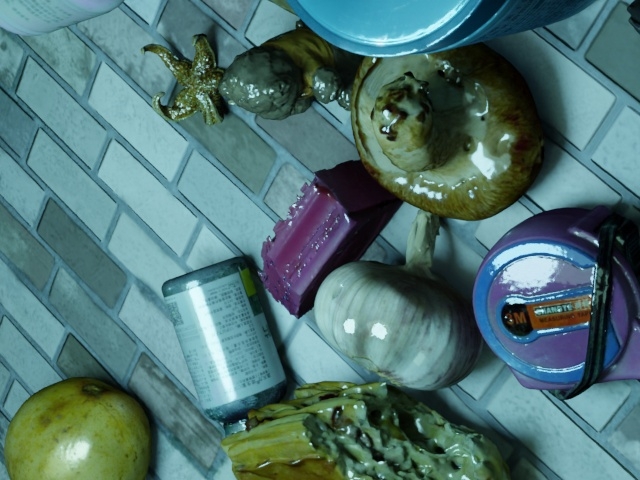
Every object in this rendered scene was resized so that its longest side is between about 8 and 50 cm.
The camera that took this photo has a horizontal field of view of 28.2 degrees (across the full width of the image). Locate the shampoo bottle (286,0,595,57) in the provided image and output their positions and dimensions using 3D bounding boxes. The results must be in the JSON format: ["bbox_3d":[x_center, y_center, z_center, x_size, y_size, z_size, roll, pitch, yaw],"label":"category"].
[{"bbox_3d":[0.160,-0.390,1.453,0.331,0.343,0.331,12,110,36],"label":"shampoo bottle"}]

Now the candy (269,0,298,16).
[{"bbox_3d":[-0.031,-0.370,1.760,0.234,0.102,0.104,33,110,29],"label":"candy"}]

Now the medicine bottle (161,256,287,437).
[{"bbox_3d":[-0.139,0.182,1.992,0.141,0.141,0.293,-18,91,40],"label":"medicine bottle"}]

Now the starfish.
[{"bbox_3d":[-0.186,-0.246,1.945,0.190,0.074,0.146,11,111,36],"label":"starfish"}]

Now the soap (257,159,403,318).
[{"bbox_3d":[0.000,0.000,1.820,0.099,0.162,0.250,45,128,12],"label":"soap"}]

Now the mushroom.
[{"bbox_3d":[0.135,-0.150,1.651,0.267,0.255,0.267,13,105,63],"label":"mushroom"}]

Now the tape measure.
[{"bbox_3d":[0.318,0.081,1.603,0.232,0.149,0.245,-11,104,37],"label":"tape measure"}]

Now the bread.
[{"bbox_3d":[0.086,0.319,1.803,0.370,0.191,0.314,-15,118,32],"label":"bread"}]

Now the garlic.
[{"bbox_3d":[0.122,0.072,1.737,0.245,0.245,0.253,15,79,35],"label":"garlic"}]

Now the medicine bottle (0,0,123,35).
[{"bbox_3d":[-0.371,-0.456,1.923,0.302,0.241,0.241,-11,96,31],"label":"medicine bottle"}]

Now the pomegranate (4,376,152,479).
[{"bbox_3d":[-0.420,0.366,2.209,0.260,0.260,0.260,12,110,36],"label":"pomegranate"}]

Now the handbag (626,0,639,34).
[{"bbox_3d":[0.498,-0.257,1.284,0.288,0.342,0.152,34,165,35],"label":"handbag"}]

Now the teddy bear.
[{"bbox_3d":[-0.045,-0.229,1.765,0.177,0.190,0.140,5,113,43],"label":"teddy bear"}]
